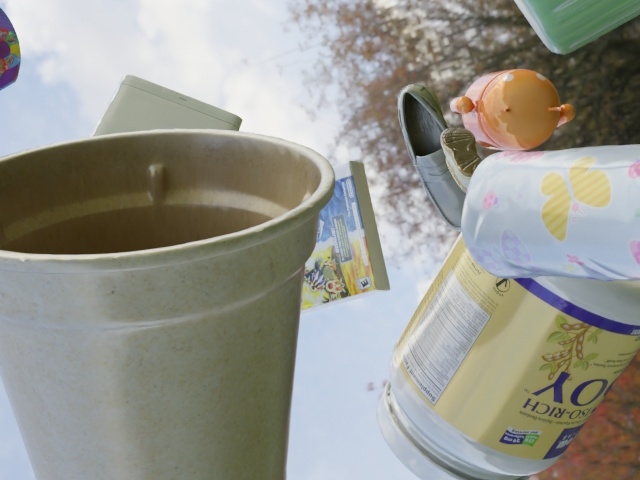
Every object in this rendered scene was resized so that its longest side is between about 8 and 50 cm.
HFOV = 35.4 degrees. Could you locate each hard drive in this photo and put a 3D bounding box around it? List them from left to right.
[{"bbox_3d":[-0.284,-0.136,1.725,0.233,0.047,0.353,21,-136,-6],"label":"hard drive"}]

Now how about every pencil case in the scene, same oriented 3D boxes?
[{"bbox_3d":[0.239,-0.018,0.803,0.124,0.273,0.113,22,-101,-32],"label":"pencil case"}]

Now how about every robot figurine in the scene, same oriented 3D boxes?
[{"bbox_3d":[0.297,-0.202,1.558,0.158,0.128,0.219,42,-179,-9],"label":"robot figurine"}]

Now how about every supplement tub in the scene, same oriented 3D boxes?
[{"bbox_3d":[0.227,0.122,1.186,0.241,0.331,0.241,21,-153,-11],"label":"supplement tub"}]

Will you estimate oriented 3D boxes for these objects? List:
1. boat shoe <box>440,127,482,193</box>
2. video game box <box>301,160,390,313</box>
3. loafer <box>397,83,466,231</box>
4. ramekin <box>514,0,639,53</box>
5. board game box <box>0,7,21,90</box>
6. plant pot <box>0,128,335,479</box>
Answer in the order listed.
[{"bbox_3d":[0.192,-0.109,1.372,0.135,0.050,0.045,-93,-1,-56],"label":"boat shoe"},{"bbox_3d":[0.000,0.000,1.549,0.048,0.187,0.205,3,-108,-54],"label":"video game box"},{"bbox_3d":[0.235,-0.165,2.047,0.319,0.112,0.111,65,-159,0],"label":"loafer"},{"bbox_3d":[0.204,-0.317,0.908,0.303,0.148,0.303,51,-164,-21],"label":"ramekin"},{"bbox_3d":[-0.452,-0.226,1.226,0.133,0.169,0.033,61,171,-19],"label":"board game box"},{"bbox_3d":[-0.148,0.092,0.878,0.334,0.334,0.305,-48,-40,-61],"label":"plant pot"}]
